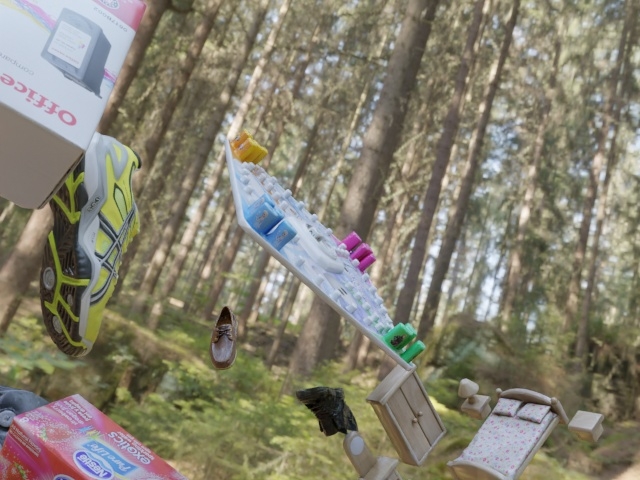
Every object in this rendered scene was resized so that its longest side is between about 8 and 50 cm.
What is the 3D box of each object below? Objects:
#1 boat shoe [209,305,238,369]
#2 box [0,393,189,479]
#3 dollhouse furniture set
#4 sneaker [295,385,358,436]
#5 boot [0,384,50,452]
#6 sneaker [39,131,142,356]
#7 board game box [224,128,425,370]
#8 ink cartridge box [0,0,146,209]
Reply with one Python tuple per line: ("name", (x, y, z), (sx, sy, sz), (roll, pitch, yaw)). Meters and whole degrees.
("boat shoe", (-0.225, 0.222, 1.602), (0.064, 0.178, 0.060), (-3, -55, 0))
("box", (-0.294, 0.333, 0.913), (0.257, 0.128, 0.123), (30, 15, 20))
("dollhouse furniture set", (0.257, 0.343, 1.241), (0.355, 0.303, 0.174), (-5, -61, 52))
("sneaker", (0.014, 0.316, 1.274), (0.051, 0.089, 0.170), (-16, -19, 27))
("boot", (-0.663, 0.535, 1.461), (0.367, 0.445, 0.146), (31, -59, -20))
("sneaker", (-0.378, 0.009, 1.187), (0.145, 0.384, 0.147), (12, 5, 40))
("board game box", (0.000, 0.000, 1.203), (0.390, 0.050, 0.390), (42, 11, -26))
("ink cartridge box", (-0.355, -0.220, 0.807), (0.226, 0.306, 0.131), (31, -50, -28))
